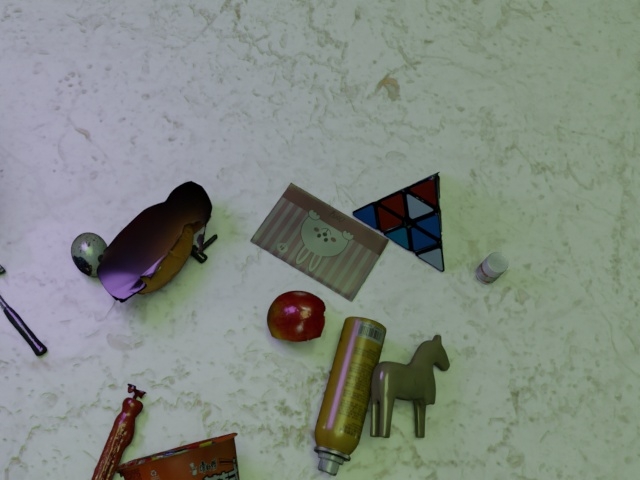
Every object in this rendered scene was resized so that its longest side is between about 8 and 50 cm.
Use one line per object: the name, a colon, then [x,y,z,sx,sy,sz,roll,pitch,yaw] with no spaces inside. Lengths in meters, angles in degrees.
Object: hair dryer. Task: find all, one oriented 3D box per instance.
hair dryer: [-0.282,0.015,1.706,0.047,0.026,0.083,41,62,8]

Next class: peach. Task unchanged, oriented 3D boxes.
peach: [-0.057,0.176,1.613,0.151,0.118,0.151,1,53,-2]

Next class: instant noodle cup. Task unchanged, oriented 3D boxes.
instant noodle cup: [-0.268,0.515,1.392,0.250,0.250,0.192,-12,78,-12]

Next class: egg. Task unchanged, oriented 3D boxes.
egg: [-0.542,0.034,1.631,0.085,0.085,0.110,-11,81,-11]

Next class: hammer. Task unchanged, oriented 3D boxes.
hammer: [-0.714,0.172,1.585,0.103,0.029,0.246,-37,78,-19]

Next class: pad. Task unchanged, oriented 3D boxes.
pad: [0.000,0.000,1.754,0.299,0.005,0.202,31,67,6]

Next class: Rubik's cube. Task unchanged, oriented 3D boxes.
Rubik's cube: [0.217,-0.107,1.702,0.249,0.234,0.285,8,68,-3]

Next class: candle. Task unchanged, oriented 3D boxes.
candle: [-0.451,0.474,1.483,0.051,0.048,0.329,13,67,13]

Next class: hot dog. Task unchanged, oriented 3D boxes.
hot dog: [-0.370,0.024,1.640,0.326,0.107,0.194,-37,63,-19]

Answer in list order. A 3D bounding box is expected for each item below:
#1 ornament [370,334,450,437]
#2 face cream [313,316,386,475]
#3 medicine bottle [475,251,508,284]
ornament: [0.213,0.329,1.586,0.230,0.061,0.245,14,72,-34]
face cream: [0.061,0.351,1.564,0.104,0.105,0.349,16,67,0]
medicine bottle: [0.429,0.070,1.733,0.057,0.089,0.057,3,67,-7]
